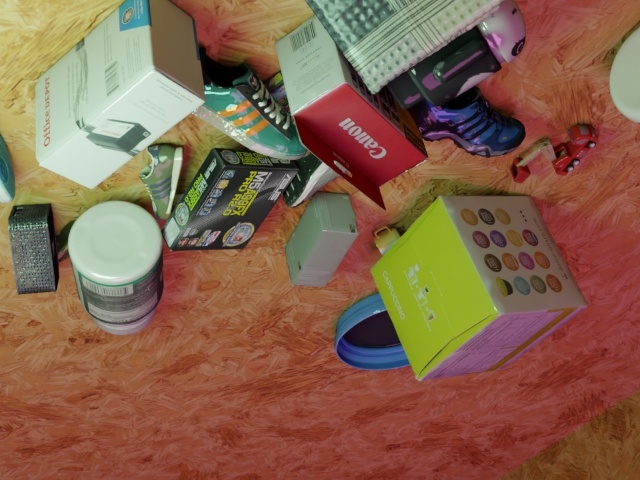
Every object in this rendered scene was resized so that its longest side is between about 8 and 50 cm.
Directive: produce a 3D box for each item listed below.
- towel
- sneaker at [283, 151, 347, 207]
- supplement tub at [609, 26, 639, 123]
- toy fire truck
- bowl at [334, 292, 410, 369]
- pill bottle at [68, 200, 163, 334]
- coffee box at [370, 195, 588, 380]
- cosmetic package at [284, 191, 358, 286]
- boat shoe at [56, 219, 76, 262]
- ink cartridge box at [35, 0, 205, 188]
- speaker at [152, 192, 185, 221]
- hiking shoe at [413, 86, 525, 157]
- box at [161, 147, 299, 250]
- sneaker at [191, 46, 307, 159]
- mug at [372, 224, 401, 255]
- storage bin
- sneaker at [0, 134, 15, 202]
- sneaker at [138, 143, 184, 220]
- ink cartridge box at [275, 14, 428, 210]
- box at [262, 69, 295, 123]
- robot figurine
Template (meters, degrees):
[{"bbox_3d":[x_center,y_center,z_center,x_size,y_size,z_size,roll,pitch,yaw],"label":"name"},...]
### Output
[{"bbox_3d":[0.130,-0.461,1.492,0.324,0.056,0.312,-32,103,26],"label":"towel"},{"bbox_3d":[0.005,-0.159,1.962,0.108,0.100,0.271,11,139,-38],"label":"sneaker"},{"bbox_3d":[0.797,-0.321,1.859,0.316,0.228,0.228,15,137,-33],"label":"supplement tub"},{"bbox_3d":[0.560,-0.209,2.104,0.135,0.047,0.192,8,140,-24],"label":"toy fire truck"},{"bbox_3d":[0.230,0.268,2.652,0.391,0.077,0.391,-8,145,-6],"label":"bowl"},{"bbox_3d":[-0.469,0.078,2.038,0.204,0.204,0.361,-4,154,-12],"label":"pill bottle"},{"bbox_3d":[0.389,0.117,2.211,0.334,0.337,0.338,-1,147,-36],"label":"coffee box"},{"bbox_3d":[0.000,0.000,2.159,0.107,0.127,0.238,3,141,-20],"label":"cosmetic package"},{"bbox_3d":[-0.604,0.021,2.055,0.178,0.064,0.060,-35,146,22],"label":"boat shoe"},{"bbox_3d":[-0.366,-0.272,1.576,0.307,0.223,0.129,-32,142,26],"label":"ink cartridge box"},{"bbox_3d":[-0.315,-0.082,2.007,0.136,0.055,0.055,-13,145,0],"label":"speaker"},{"bbox_3d":[0.333,-0.266,1.895,0.304,0.113,0.132,6,142,-25],"label":"hiking shoe"},{"bbox_3d":[-0.203,-0.087,1.950,0.216,0.060,0.270,0,138,-45],"label":"box"},{"bbox_3d":[-0.139,-0.266,1.711,0.302,0.108,0.121,26,122,-18],"label":"sneaker"},{"bbox_3d":[0.175,-0.002,2.265,0.064,0.062,0.078,-29,165,9],"label":"mug"},{"bbox_3d":[-0.633,0.018,1.937,0.084,0.122,0.180,-5,111,-11],"label":"storage bin"},{"bbox_3d":[-0.739,-0.177,1.687,0.208,0.127,0.319,-16,136,2],"label":"sneaker"},{"bbox_3d":[-0.355,-0.132,1.908,0.086,0.064,0.192,11,128,-12],"label":"sneaker"},{"bbox_3d":[0.072,-0.246,1.704,0.130,0.272,0.309,-30,142,24],"label":"ink cartridge box"},{"bbox_3d":[-0.102,-0.275,1.815,0.207,0.036,0.114,-30,141,24],"label":"box"},{"bbox_3d":[0.248,-0.360,1.640,0.278,0.209,0.173,-31,148,18],"label":"robot figurine"}]
